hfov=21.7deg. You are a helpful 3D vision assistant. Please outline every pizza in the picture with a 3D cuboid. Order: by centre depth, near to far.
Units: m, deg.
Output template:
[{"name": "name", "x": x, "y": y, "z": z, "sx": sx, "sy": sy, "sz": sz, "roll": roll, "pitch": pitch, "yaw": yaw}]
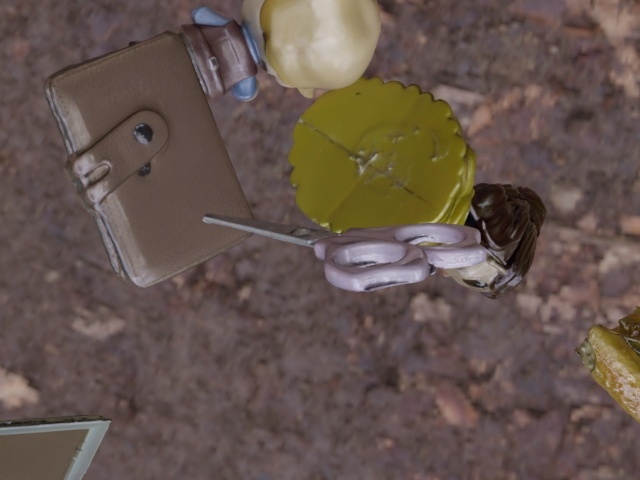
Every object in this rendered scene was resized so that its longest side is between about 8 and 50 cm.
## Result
[{"name": "pizza", "x": 0.436, "y": 0.188, "z": 1.932, "sx": 0.087, "sy": 0.258, "sz": 0.268, "roll": -44, "pitch": 74, "yaw": 34}]

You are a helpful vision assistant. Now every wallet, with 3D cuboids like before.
[{"name": "wallet", "x": -0.111, "y": -0.054, "z": 1.102, "sx": 0.038, "sy": 0.118, "sz": 0.153, "roll": -7, "pitch": 107, "yaw": 56}]

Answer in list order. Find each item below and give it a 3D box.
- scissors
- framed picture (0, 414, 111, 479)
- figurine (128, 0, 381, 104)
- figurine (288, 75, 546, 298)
[{"name": "scissors", "x": 0.000, "y": 0.000, "z": 0.908, "sx": 0.189, "sy": 0.100, "sz": 0.015, "roll": 9, "pitch": 110, "yaw": 43}, {"name": "framed picture", "x": -0.337, "y": 0.204, "z": 1.474, "sx": 0.273, "sy": 0.016, "sz": 0.216, "roll": -2, "pitch": 151, "yaw": -22}, {"name": "figurine", "x": -0.048, "y": -0.156, "z": 1.319, "sx": 0.196, "sy": 0.108, "sz": 0.114, "roll": -21, "pitch": 98, "yaw": 5}, {"name": "figurine", "x": 0.121, "y": -0.021, "z": 1.669, "sx": 0.187, "sy": 0.168, "sz": 0.315, "roll": 4, "pitch": 161, "yaw": 31}]
